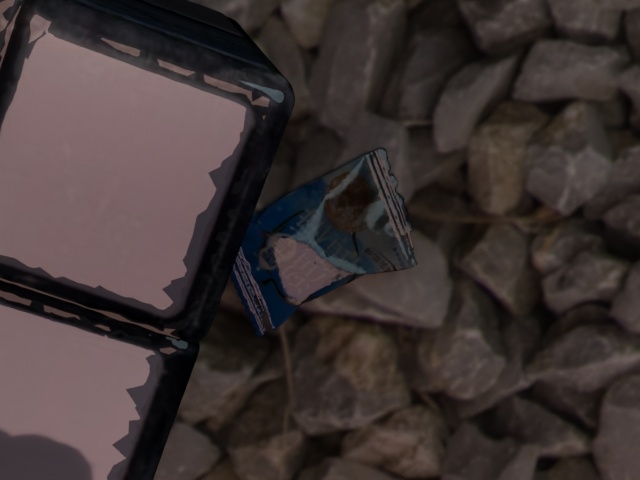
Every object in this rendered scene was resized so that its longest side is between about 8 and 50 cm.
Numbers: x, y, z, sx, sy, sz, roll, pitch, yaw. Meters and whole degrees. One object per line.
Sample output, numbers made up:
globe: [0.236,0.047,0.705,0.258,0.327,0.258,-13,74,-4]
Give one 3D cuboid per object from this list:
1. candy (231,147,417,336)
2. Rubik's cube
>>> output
candy: [0.000,0.001,1.288,0.136,0.038,0.088,-24,91,-11]
Rubik's cube: [-0.221,-0.023,1.101,0.313,0.318,0.316,18,100,-12]
